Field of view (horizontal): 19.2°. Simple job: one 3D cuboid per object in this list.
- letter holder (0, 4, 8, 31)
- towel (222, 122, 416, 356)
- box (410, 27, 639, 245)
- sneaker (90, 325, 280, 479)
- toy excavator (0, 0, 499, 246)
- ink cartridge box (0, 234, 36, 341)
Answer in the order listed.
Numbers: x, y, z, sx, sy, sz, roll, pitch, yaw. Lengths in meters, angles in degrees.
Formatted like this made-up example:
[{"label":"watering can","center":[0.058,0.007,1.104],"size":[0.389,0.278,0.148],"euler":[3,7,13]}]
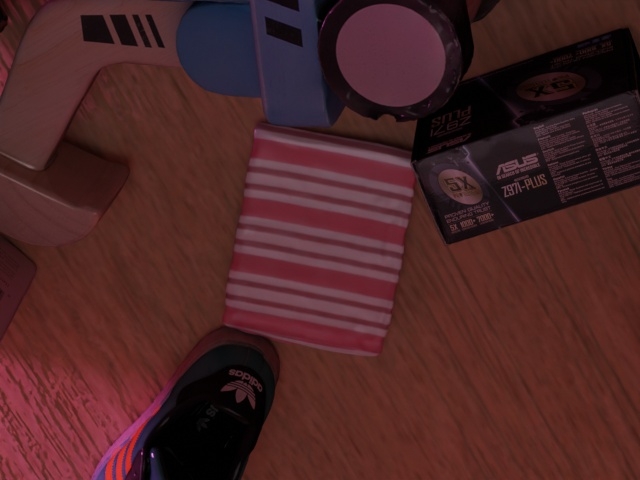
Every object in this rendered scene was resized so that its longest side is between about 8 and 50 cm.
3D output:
[{"label":"letter holder","center":[-0.409,-0.160,1.447],"size":[0.302,0.214,0.152],"euler":[-28,97,-8]},{"label":"towel","center":[0.000,0.000,1.601],"size":[0.144,0.029,0.197],"euler":[11,113,1]},{"label":"box","center":[0.169,-0.083,1.473],"size":[0.180,0.147,0.077],"euler":[-17,112,15]},{"label":"sneaker","center":[-0.139,0.215,1.663],"size":[0.108,0.121,0.302],"euler":[29,115,-7]},{"label":"toy excavator","center":[-0.084,-0.190,1.439],"size":[0.445,0.222,0.433],"euler":[5,123,16]},{"label":"ink cartridge box","center":[-0.378,0.051,1.512],"size":[0.226,0.306,0.131],"euler":[43,112,-13]}]
